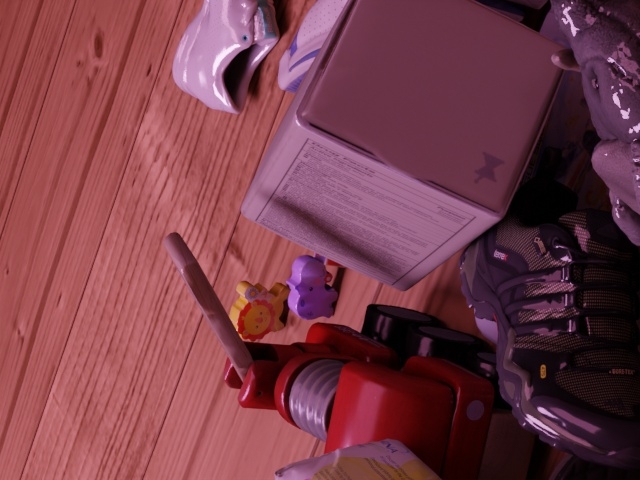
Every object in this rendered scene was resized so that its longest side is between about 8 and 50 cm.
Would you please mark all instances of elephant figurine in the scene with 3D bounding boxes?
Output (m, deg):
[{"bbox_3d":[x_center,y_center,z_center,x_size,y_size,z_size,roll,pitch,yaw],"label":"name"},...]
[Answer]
[{"bbox_3d":[0.202,-0.064,1.069,0.186,0.239,0.169,4,80,25],"label":"elephant figurine"}]

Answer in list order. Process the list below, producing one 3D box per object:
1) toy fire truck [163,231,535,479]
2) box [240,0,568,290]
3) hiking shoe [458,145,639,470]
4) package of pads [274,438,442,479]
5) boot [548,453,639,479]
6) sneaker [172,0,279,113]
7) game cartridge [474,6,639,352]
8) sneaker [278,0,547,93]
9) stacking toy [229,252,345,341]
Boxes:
[{"bbox_3d":[0.008,0.095,1.393,0.217,0.246,0.158,25,105,59],"label":"toy fire truck"},{"bbox_3d":[0.047,-0.067,1.336,0.121,0.148,0.311,-65,5,-13],"label":"box"},{"bbox_3d":[0.156,0.040,1.213,0.114,0.086,0.227,-66,34,31],"label":"hiking shoe"},{"bbox_3d":[0.062,0.265,1.193,0.296,0.101,0.229,-144,43,-69],"label":"package of pads"},{"bbox_3d":[0.130,0.240,1.325,0.161,0.083,0.246,22,101,65],"label":"boot"},{"bbox_3d":[-0.066,-0.216,1.778,0.094,0.080,0.212,37,122,43],"label":"sneaker"},{"bbox_3d":[0.193,-0.046,1.307,0.198,0.062,0.297,31,110,53],"label":"game cartridge"},{"bbox_3d":[0.089,-0.221,1.474,0.315,0.127,0.182,140,145,-58],"label":"sneaker"},{"bbox_3d":[0.000,0.000,1.622,0.167,0.052,0.221,31,109,57],"label":"stacking toy"}]
